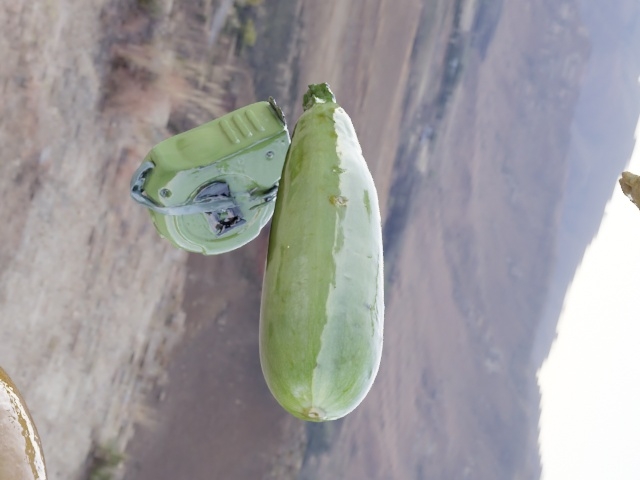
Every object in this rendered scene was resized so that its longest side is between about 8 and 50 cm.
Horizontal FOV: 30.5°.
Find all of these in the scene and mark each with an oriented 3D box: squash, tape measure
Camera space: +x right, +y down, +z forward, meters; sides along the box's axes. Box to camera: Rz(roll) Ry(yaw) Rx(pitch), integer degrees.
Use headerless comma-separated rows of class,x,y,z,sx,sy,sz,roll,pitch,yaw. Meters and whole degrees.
squash,0.005,0.004,1.133,0.118,0.118,0.370,94,-2,-54
tape measure,-0.114,-0.057,1.270,0.154,0.178,0.087,79,-13,-45

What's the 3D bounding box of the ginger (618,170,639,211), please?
ginger,0.461,-0.032,1.483,0.193,0.176,0.052,18,-97,60

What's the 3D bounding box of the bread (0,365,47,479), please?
bread,-0.283,0.151,0.790,0.262,0.204,0.162,55,-36,40
